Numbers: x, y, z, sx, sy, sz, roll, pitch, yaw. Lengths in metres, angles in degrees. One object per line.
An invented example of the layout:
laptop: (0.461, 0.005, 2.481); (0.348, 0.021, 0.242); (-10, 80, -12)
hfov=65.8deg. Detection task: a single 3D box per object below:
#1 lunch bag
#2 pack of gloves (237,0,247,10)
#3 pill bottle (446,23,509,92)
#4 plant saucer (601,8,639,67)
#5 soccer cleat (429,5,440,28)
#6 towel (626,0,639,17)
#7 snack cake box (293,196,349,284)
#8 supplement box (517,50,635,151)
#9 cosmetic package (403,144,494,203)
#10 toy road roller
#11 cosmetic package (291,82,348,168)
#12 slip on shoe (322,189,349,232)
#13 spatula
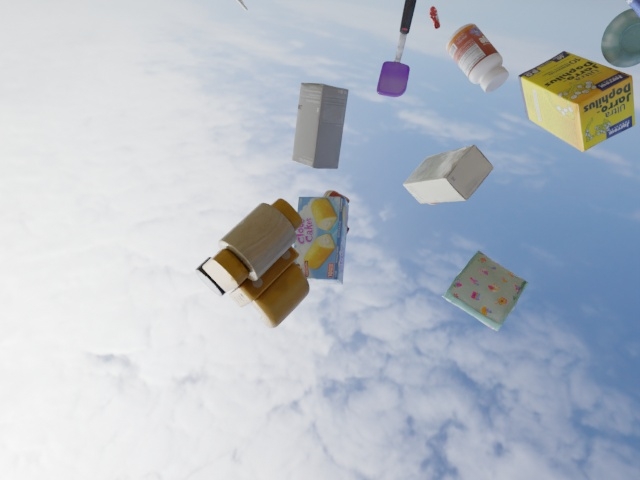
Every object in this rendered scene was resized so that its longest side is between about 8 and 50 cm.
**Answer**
lunch bag: (0.574, 0.191, 1.743); (0.223, 0.160, 0.262); (34, -137, 20)
pack of gloves: (-0.358, -0.881, 1.643); (0.195, 0.046, 0.232); (59, -165, 23)
pill bottle: (0.527, -0.605, 1.650); (0.121, 0.121, 0.216); (-18, -111, -36)
plant saucer: (1.067, -0.687, 1.686); (0.194, 0.195, 0.037); (7, -151, 2)
soccer cleat: (0.388, -0.761, 1.682); (0.029, 0.083, 0.036); (-18, -134, 20)
towel: (0.393, -0.455, 0.751); (0.336, 0.040, 0.243); (43, -131, 8)
snack cake box: (0.000, 0.000, 1.542); (0.152, 0.265, 0.089); (1, 166, 13)
supplement box: (0.894, -0.500, 1.747); (0.194, 0.195, 0.357); (-28, -145, 4)
cosmetic package: (0.436, -0.224, 1.728); (0.160, 0.113, 0.309); (-48, -165, -8)
toy road roller: (-0.127, 0.071, 1.156); (0.240, 0.329, 0.202); (46, -114, -5)
cosmetic package: (-0.003, -0.338, 1.467); (0.107, 0.238, 0.127); (-1, -164, -37)
slip on shoe: (0.056, -0.031, 1.891); (0.101, 0.331, 0.123); (18, -147, 24)
spatula: (0.224, -0.544, 1.355); (0.084, 0.297, 0.030); (11, -148, 1)
